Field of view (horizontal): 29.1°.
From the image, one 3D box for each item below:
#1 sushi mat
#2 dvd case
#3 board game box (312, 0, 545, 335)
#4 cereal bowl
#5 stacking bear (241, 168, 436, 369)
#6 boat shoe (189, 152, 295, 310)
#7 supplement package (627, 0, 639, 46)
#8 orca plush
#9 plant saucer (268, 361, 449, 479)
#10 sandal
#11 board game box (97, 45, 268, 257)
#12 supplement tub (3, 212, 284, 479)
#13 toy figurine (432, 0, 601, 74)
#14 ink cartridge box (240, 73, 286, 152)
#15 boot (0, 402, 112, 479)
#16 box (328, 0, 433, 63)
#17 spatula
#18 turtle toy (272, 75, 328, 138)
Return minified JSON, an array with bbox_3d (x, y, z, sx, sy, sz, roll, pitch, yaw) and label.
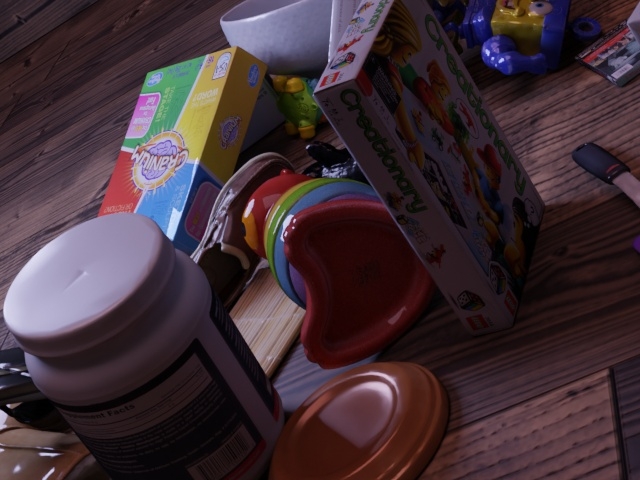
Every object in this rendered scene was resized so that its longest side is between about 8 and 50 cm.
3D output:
[{"bbox_3d":[-0.096,0.137,1.437,0.151,0.019,0.316,-11,36,46],"label":"sushi mat"},{"bbox_3d":[0.361,-0.225,1.459,0.087,0.013,0.119,-36,24,3],"label":"dvd case"},{"bbox_3d":[0.115,-0.082,1.192,0.053,0.305,0.193,-16,33,33],"label":"board game box"},{"bbox_3d":[0.022,-0.348,1.929,0.339,0.141,0.339,-21,19,8],"label":"cereal bowl"},{"bbox_3d":[0.000,0.000,1.377,0.164,0.175,0.289,-16,21,-17],"label":"stacking bear"},{"bbox_3d":[-0.104,0.010,1.550,0.257,0.095,0.095,-59,21,1],"label":"boat shoe"},{"bbox_3d":[0.401,-0.126,0.939,0.204,0.262,0.145,-6,40,48],"label":"supplement package"},{"bbox_3d":[0.020,-0.103,1.581,0.287,0.102,0.151,3,52,54],"label":"orca plush"},{"bbox_3d":[0.028,0.185,1.169,0.200,0.037,0.200,-30,25,16],"label":"plant saucer"},{"bbox_3d":[-0.290,0.176,1.415,0.302,0.086,0.120,-4,17,-9],"label":"sandal"},{"bbox_3d":[-0.218,-0.122,1.854,0.242,0.064,0.316,-7,61,48],"label":"board game box"},{"bbox_3d":[-0.169,0.127,1.216,0.191,0.272,0.191,-18,36,14],"label":"supplement tub"},{"bbox_3d":[0.256,-0.277,1.601,0.217,0.191,0.362,6,44,17],"label":"toy figurine"},{"bbox_3d":[-0.149,-0.225,2.039,0.154,0.093,0.212,-37,24,5],"label":"ink cartridge box"},{"bbox_3d":[-0.322,0.244,1.487,0.269,0.089,0.236,-3,44,47],"label":"boot"},{"bbox_3d":[0.090,-0.301,1.648,0.119,0.182,0.181,5,3,12],"label":"box"},{"bbox_3d":[0.307,-0.049,1.208,0.084,0.030,0.296,-34,25,5],"label":"spatula"},{"bbox_3d":[-0.028,-0.211,1.874,0.066,0.095,0.130,-23,20,-20],"label":"turtle toy"}]
